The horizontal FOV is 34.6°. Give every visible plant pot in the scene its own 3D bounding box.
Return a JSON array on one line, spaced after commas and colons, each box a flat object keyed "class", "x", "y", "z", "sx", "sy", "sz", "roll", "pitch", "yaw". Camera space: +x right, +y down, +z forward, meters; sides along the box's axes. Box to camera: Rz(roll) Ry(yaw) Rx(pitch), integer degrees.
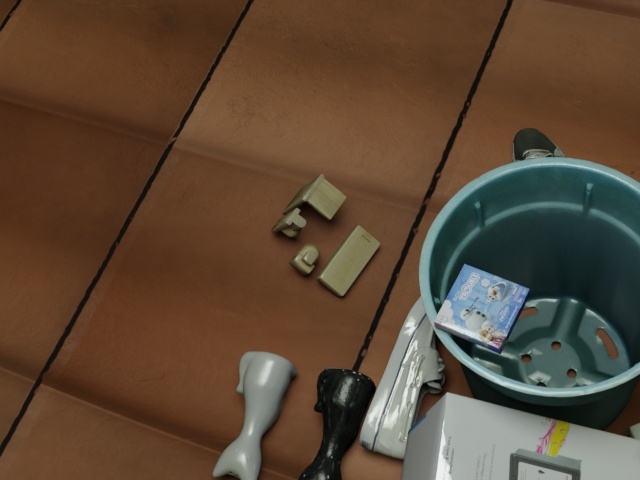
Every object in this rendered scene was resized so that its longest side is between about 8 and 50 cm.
[{"class": "plant pot", "x": 0.323, "y": 0.118, "z": 1.440, "sx": 0.341, "sy": 0.334, "sz": 0.341, "roll": -5, "pitch": 59, "yaw": 8}]

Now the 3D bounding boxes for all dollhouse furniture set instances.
[{"class": "dollhouse furniture set", "x": 0.000, "y": 0.000, "z": 1.752, "sx": 0.151, "sy": 0.123, "sz": 0.144, "roll": 40, "pitch": 71, "yaw": -9}]

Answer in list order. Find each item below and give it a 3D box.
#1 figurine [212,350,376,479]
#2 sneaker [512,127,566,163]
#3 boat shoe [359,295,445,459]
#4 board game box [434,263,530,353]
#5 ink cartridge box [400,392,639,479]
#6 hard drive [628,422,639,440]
[{"class": "figurine", "x": -0.045, "y": 0.290, "z": 1.565, "sx": 0.215, "sy": 0.092, "sz": 0.209, "roll": 10, "pitch": 67, "yaw": 18}, {"class": "sneaker", "x": 0.377, "y": -0.120, "z": 1.682, "sx": 0.086, "sy": 0.132, "sz": 0.228, "roll": -18, "pitch": 59, "yaw": 1}, {"class": "boat shoe", "x": 0.147, "y": 0.204, "z": 1.568, "sx": 0.088, "sy": 0.096, "sz": 0.267, "roll": 19, "pitch": 67, "yaw": 16}, {"class": "board game box", "x": 0.201, "y": 0.084, "z": 1.279, "sx": 0.090, "sy": 0.020, "sz": 0.090, "roll": 21, "pitch": 67, "yaw": 23}, {"class": "ink cartridge box", "x": 0.254, "y": 0.348, "z": 1.355, "sx": 0.270, "sy": 0.198, "sz": 0.197, "roll": 15, "pitch": 63, "yaw": -5}, {"class": "hard drive", "x": 0.588, "y": 0.370, "z": 1.407, "sx": 0.210, "sy": 0.040, "sz": 0.318, "roll": -18, "pitch": 57, "yaw": 0}]
